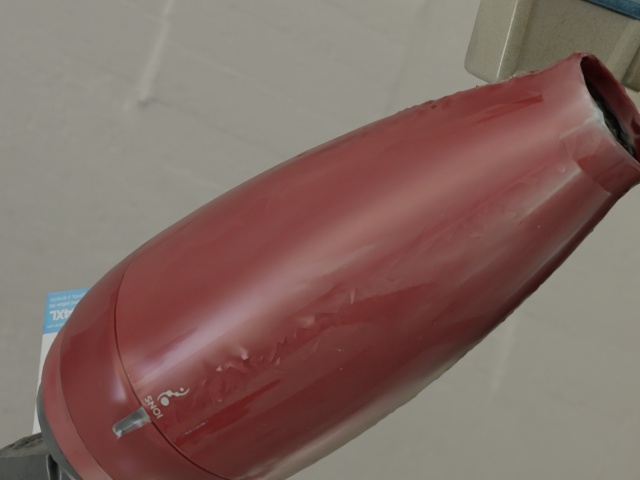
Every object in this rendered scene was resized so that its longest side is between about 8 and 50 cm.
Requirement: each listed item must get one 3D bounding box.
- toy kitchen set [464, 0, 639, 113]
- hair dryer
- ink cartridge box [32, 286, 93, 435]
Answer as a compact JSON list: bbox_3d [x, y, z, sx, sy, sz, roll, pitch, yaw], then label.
[{"bbox_3d":[0.143,-0.141,0.990,0.166,0.207,0.122,16,-80,-22],"label":"toy kitchen set"},{"bbox_3d":[0.000,0.000,0.558,0.223,0.293,0.080,-43,-80,-24],"label":"hair dryer"},{"bbox_3d":[-0.117,0.109,1.096,0.092,0.090,0.143,47,-139,-57],"label":"ink cartridge box"}]
